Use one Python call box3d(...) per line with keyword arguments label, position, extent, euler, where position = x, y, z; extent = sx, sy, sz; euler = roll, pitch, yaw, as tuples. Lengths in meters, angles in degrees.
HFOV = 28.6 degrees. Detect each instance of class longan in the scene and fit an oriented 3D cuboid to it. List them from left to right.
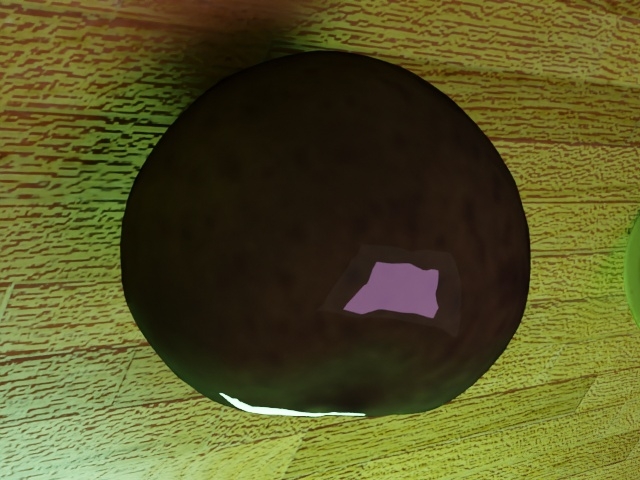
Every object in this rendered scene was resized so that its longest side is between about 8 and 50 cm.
box3d(label="longan", position=(0.000, 0.000, 0.762), extent=(0.246, 0.246, 0.215), euler=(-37, 152, -13))

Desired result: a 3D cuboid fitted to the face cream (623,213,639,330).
box3d(label="face cream", position=(0.450, 0.036, 1.300), extent=(0.179, 0.218, 0.218), euler=(8, 119, -50))
